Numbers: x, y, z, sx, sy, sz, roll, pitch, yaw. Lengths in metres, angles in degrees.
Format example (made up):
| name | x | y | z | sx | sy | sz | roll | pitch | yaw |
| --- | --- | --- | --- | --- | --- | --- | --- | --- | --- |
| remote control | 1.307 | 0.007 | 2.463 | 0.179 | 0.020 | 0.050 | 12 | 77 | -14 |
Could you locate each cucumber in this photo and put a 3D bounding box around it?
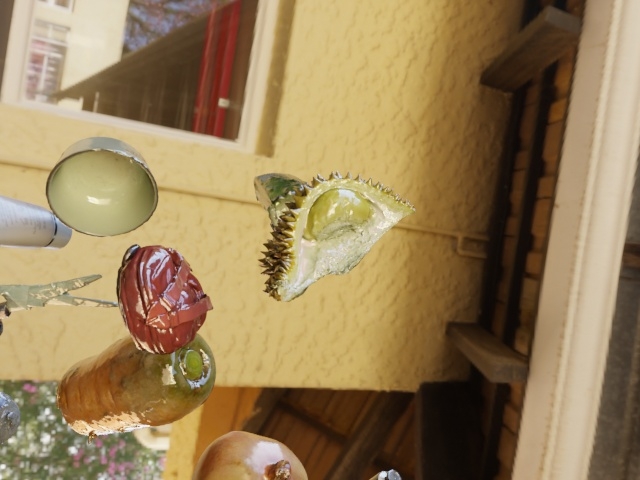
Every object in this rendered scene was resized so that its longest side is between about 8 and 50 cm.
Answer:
| name | x | y | z | sx | sy | sz | roll | pitch | yaw |
| --- | --- | --- | --- | --- | --- | --- | --- | --- | --- |
| cucumber | -0.076 | -0.101 | 1.617 | 0.325 | 0.145 | 0.105 | -138 | -141 | -70 |

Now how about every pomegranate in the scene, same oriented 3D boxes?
| name | x | y | z | sx | sy | sz | roll | pitch | yaw |
| --- | --- | --- | --- | --- | --- | --- | --- | --- | --- |
| pomegranate | -0.144 | 0.527 | 1.539 | 0.270 | 0.252 | 0.229 | -35 | -169 | 36 |

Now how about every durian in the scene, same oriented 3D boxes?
| name | x | y | z | sx | sy | sz | roll | pitch | yaw |
| --- | --- | --- | --- | --- | --- | --- | --- | --- | --- |
| durian | 0.000 | 0.000 | 1.206 | 0.166 | 0.306 | 0.172 | 42 | -34 | 14 |

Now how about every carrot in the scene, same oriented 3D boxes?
| name | x | y | z | sx | sy | sz | roll | pitch | yaw |
| --- | --- | --- | --- | --- | --- | --- | --- | --- | --- |
| carrot | -0.408 | 0.319 | 1.642 | 0.341 | 0.224 | 0.224 | -23 | -119 | 31 |

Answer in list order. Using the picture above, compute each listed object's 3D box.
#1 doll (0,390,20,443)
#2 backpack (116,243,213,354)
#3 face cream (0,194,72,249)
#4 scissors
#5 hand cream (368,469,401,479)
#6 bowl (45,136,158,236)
| name | x | y | z | sx | sy | sz | roll | pitch | yaw |
| --- | --- | --- | --- | --- | --- | --- | --- | --- | --- |
| doll | -0.425 | 0.190 | 0.743 | 0.158 | 0.246 | 0.340 | -39 | -110 | 42 |
| backpack | -0.299 | 0.115 | 1.355 | 0.229 | 0.139 | 0.229 | -13 | 90 | -82 |
| face cream | -0.622 | -0.039 | 1.437 | 0.089 | 0.314 | 0.143 | -26 | -106 | 14 |
| scissors | -0.606 | 0.119 | 1.493 | 0.029 | 0.384 | 0.256 | -88 | 173 | -48 |
| hand cream | 0.100 | 0.651 | 1.827 | 0.271 | 0.058 | 0.091 | -44 | -173 | 35 |
| bowl | -0.429 | -0.119 | 1.430 | 0.211 | 0.212 | 0.112 | -62 | -150 | 30 |
